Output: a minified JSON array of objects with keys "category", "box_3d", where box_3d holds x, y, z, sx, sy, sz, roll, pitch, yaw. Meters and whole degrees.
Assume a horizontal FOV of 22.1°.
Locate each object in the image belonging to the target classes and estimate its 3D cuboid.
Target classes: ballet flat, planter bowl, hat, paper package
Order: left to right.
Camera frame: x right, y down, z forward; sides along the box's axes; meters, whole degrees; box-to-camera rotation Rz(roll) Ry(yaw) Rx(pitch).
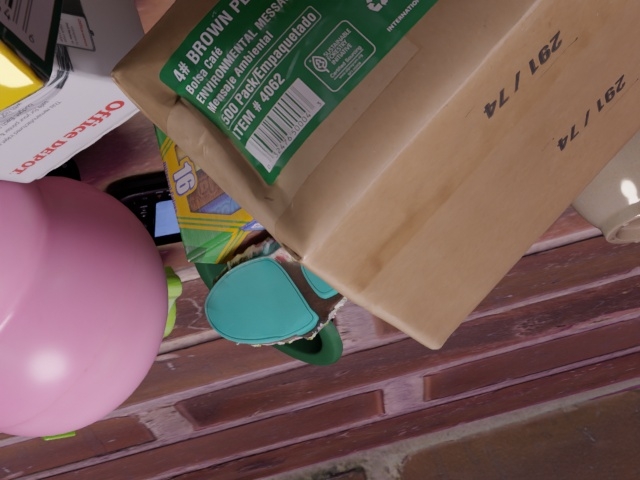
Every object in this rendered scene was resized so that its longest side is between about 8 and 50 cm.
[{"category":"hat","box_3d":[0.000,0.000,1.549,0.183,0.173,0.208,-50,170,-20]},{"category":"ballet flat","box_3d":[0.003,0.017,1.253,0.077,0.091,0.241,-33,-178,-43]},{"category":"paper package","box_3d":[0.085,-0.125,0.979,0.325,0.168,0.309,-47,157,2]},{"category":"planter bowl","box_3d":[0.317,-0.063,1.639,0.162,0.109,0.162,-14,161,-5]}]

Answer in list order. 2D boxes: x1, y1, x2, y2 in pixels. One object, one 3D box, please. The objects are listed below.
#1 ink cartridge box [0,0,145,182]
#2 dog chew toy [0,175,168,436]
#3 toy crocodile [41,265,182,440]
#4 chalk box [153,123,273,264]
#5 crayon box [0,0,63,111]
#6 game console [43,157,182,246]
[{"category":"ink cartridge box","box_3d":[-0.235,-0.114,1.074,0.153,0.087,0.208,-29,157,34]},{"category":"dog chew toy","box_3d":[-0.272,0.012,1.226,0.206,0.207,0.332,-27,135,31]},{"category":"toy crocodile","box_3d":[-0.240,0.115,1.720,0.115,0.105,0.340,-2,157,-35]},{"category":"chalk box","box_3d":[-0.007,-0.078,1.293,0.213,0.132,0.132,-29,157,38]},{"category":"crayon box","box_3d":[-0.340,-0.139,0.659,0.313,0.106,0.363,-24,133,24]},{"category":"game console","box_3d":[-0.173,-0.025,1.460,0.361,0.044,0.213,-11,162,-14]}]
